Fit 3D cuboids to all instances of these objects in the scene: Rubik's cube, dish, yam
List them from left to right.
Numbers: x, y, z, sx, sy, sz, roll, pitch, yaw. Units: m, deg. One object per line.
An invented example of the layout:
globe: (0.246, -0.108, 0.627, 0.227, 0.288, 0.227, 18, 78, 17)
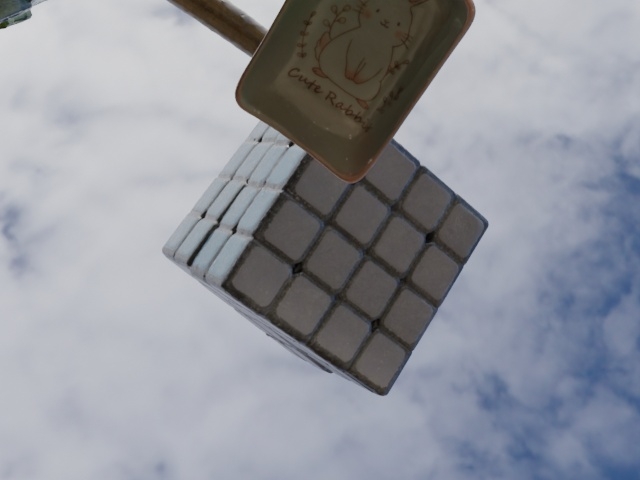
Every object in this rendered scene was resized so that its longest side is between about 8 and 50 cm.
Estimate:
yam: (-0.156, -0.305, 1.087, 0.264, 0.046, 0.046, 33, -70, -8)
Rubik's cube: (0.000, 0.000, 1.405, 0.343, 0.337, 0.345, 38, -101, -24)
dish: (0.033, -0.177, 0.784, 0.151, 0.077, 0.212, 36, -57, 1)

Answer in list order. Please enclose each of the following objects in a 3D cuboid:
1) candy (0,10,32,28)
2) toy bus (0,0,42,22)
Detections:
candy: (-0.529, -0.323, 1.231, 0.194, 0.097, 0.062, -10, -69, 8)
toy bus: (-0.241, -0.300, 0.797, 0.271, 0.165, 0.133, -25, -73, -3)
